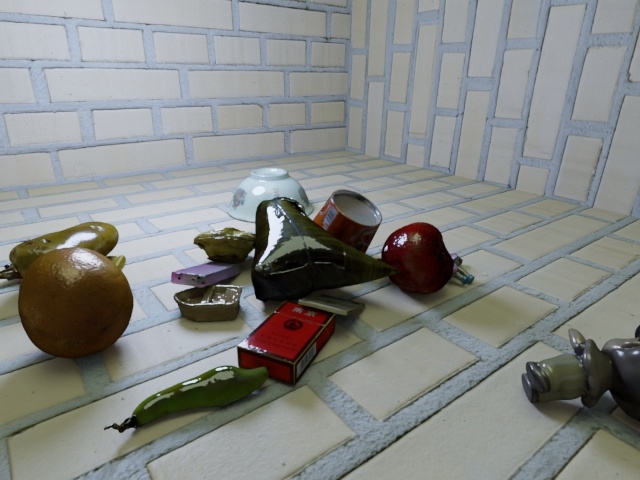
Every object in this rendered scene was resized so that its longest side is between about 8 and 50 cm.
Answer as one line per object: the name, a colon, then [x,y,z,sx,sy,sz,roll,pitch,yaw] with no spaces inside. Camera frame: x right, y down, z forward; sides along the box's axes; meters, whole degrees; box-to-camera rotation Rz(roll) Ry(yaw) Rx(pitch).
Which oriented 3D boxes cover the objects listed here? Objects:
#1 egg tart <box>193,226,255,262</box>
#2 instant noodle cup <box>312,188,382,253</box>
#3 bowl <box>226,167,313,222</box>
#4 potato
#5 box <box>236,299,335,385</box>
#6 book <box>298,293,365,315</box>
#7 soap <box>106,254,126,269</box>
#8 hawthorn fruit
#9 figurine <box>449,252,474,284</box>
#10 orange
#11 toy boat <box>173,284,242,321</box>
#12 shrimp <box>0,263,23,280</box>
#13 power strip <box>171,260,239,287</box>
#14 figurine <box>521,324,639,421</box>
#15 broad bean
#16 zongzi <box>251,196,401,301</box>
egg tart: [-0.324,0.024,1.461,0.241,0.105,0.241,0,-12,0]
instant noodle cup: [0.085,-0.046,1.467,0.251,0.192,0.250,19,37,-15]
bowl: [-0.251,-0.246,2.062,0.435,0.195,0.434,0,23,0]
potato: [-0.800,0.032,1.347,0.195,0.176,0.369,-36,7,24]
box: [-0.076,0.242,1.031,0.153,0.074,0.240,7,21,24]
book: [0.037,0.177,1.165,0.139,0.016,0.199,10,1,20]
soap: [-0.723,0.111,1.373,0.092,0.037,0.252,-1,22,-7]
hawthorn fruit: [0.288,0.058,1.332,0.266,0.230,0.210,-3,46,57]
figurine: [0.431,0.061,1.457,0.205,0.102,0.260,-17,38,-33]
orange: [-0.587,0.143,1.001,0.264,0.264,0.264,1,22,0]
toy boat: [-0.321,0.179,1.190,0.188,0.061,0.116,0,23,-2]
shrimp: [-0.910,0.090,1.392,0.294,0.062,0.154,-16,34,-39]
power strip: [-0.353,0.102,1.312,0.109,0.037,0.279,5,5,12]
figurine: [0.613,0.268,0.826,0.381,0.248,0.203,-7,25,14]
broad bean: [-0.258,0.318,0.854,0.325,0.067,0.075,-15,26,-23]
zongzi: [0.000,0.000,1.331,0.433,0.207,0.403,-7,42,-2]
